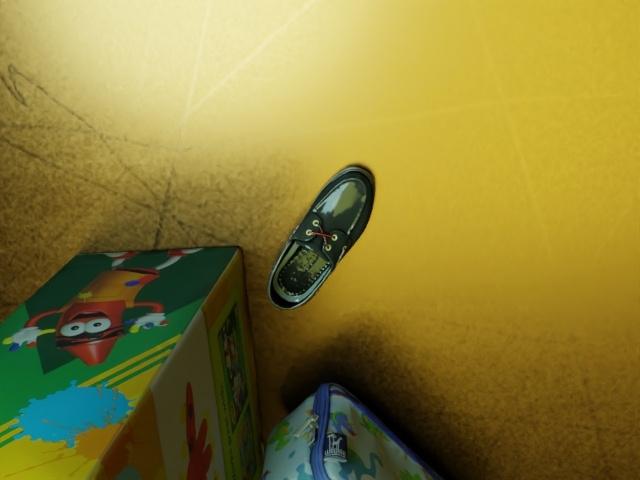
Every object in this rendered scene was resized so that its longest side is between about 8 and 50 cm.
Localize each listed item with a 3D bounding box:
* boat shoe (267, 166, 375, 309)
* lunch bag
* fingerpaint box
[{"bbox_3d":[0.002,0.001,0.770,0.049,0.042,0.133,34,110,-2],"label":"boat shoe"},{"bbox_3d":[0.050,0.228,0.773,0.090,0.176,0.219,-42,101,15],"label":"lunch bag"},{"bbox_3d":[-0.151,0.276,0.716,0.163,0.371,0.445,-2,110,9],"label":"fingerpaint box"}]
